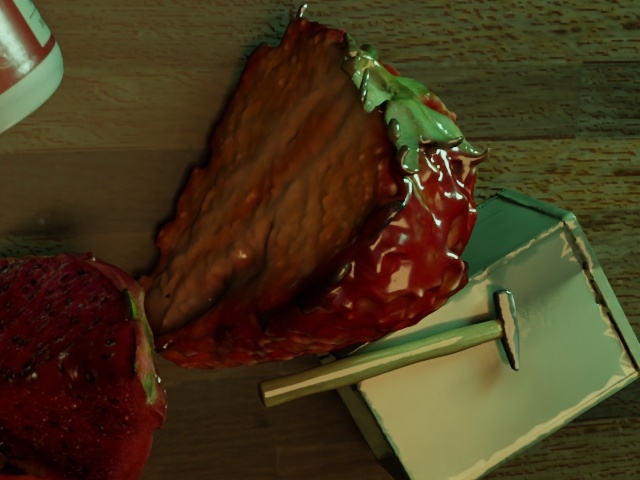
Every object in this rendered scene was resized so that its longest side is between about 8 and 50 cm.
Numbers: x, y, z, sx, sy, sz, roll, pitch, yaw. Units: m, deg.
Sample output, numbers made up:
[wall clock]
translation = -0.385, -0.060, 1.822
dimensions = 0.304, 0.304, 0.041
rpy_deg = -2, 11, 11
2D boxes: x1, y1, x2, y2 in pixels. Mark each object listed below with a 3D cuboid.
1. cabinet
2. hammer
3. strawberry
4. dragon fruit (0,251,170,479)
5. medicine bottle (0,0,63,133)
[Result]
[cabinet]
translation = 0.115, 0.081, 1.357
dimensions = 0.206, 0.150, 0.145
rpy_deg = -31, 106, -7
[hammer]
translation = 0.052, 0.090, 1.257
dimensions = 0.199, 0.013, 0.062
rpy_deg = -15, 103, -11
[strawberry]
translation = 0.011, 0.001, 1.258
dimensions = 0.150, 0.253, 0.280
rpy_deg = 24, 99, -36
[dragon fruit]
translation = -0.206, 0.118, 1.279
dimensions = 0.262, 0.134, 0.211
rpy_deg = -3, 130, 18
[medicine bottle]
translation = -0.284, -0.185, 1.164
dimensions = 0.131, 0.131, 0.250
rpy_deg = -33, 111, -8
